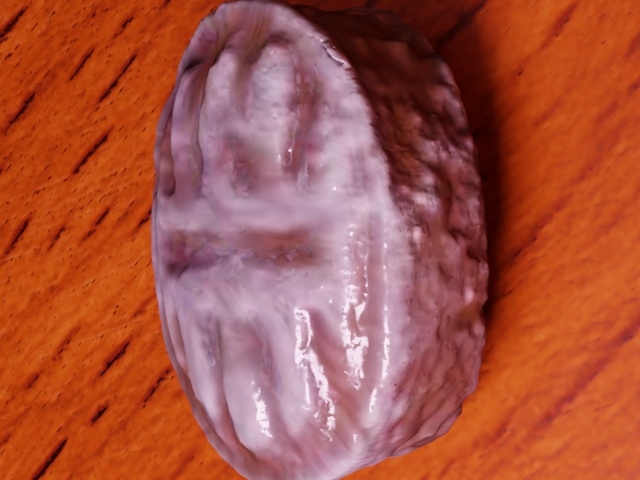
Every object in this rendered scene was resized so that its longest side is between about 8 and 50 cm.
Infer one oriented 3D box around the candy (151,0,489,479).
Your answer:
[{"bbox_3d":[0.000,0.000,1.191,0.214,0.157,0.289,-1,94,48],"label":"candy"}]
